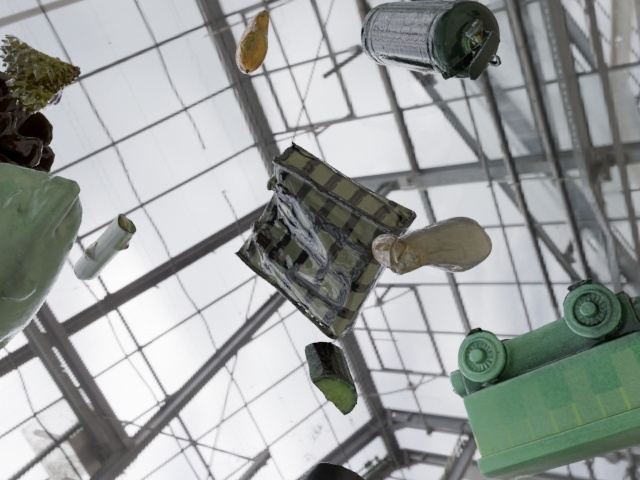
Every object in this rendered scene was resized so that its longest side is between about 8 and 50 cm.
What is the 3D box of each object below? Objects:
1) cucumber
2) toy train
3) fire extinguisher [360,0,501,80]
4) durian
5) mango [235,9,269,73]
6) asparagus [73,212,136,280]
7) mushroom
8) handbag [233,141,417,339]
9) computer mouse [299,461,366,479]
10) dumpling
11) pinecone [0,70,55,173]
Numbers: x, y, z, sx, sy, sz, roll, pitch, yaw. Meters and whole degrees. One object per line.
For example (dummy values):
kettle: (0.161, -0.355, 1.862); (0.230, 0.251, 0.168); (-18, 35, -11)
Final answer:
cucumber: (0.026, 0.262, 1.314); (0.116, 0.062, 0.115); (51, -170, -35)
toy train: (0.312, 0.185, 0.869); (0.120, 0.301, 0.202); (21, -133, -49)
fire extinguisher: (0.148, -0.264, 0.889); (0.114, 0.311, 0.095); (-44, -63, -3)
durian: (-0.482, -0.267, 1.108); (0.119, 0.186, 0.108); (24, -87, -38)
mango: (-0.165, -0.483, 1.648); (0.075, 0.098, 0.190); (21, -123, -23)
asparagus: (-0.481, 0.016, 1.507); (0.067, 0.277, 0.060); (33, -134, -24)
mushroom: (0.183, 0.015, 1.065); (0.225, 0.116, 0.093); (-16, -77, -44)
handbag: (0.000, 0.000, 1.493); (0.162, 0.327, 0.325); (-36, -23, -58)
computer mouse: (-0.004, 0.502, 1.134); (0.269, 0.170, 0.100); (-43, -22, -39)
dumpling: (-0.302, 0.012, 0.583); (0.149, 0.105, 0.217); (34, -78, -34)
pinecone: (-0.687, -0.163, 1.245); (0.397, 0.397, 0.398); (5, -96, -51)
